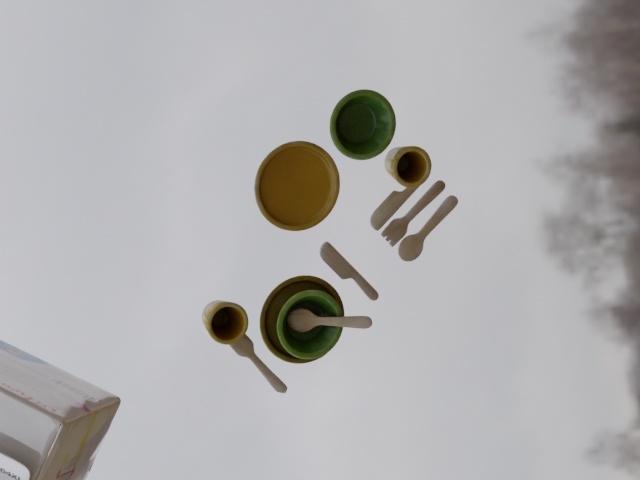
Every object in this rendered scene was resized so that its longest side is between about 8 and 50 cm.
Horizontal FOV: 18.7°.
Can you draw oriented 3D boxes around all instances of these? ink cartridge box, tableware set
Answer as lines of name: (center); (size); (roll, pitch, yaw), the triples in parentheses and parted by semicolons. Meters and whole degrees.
ink cartridge box: (-0.187, 0.116, 1.094); (0.090, 0.092, 0.143); (-65, -8, 5)
tableware set: (0.000, 0.000, 1.021); (0.104, 0.154, 0.024); (47, 172, -22)
